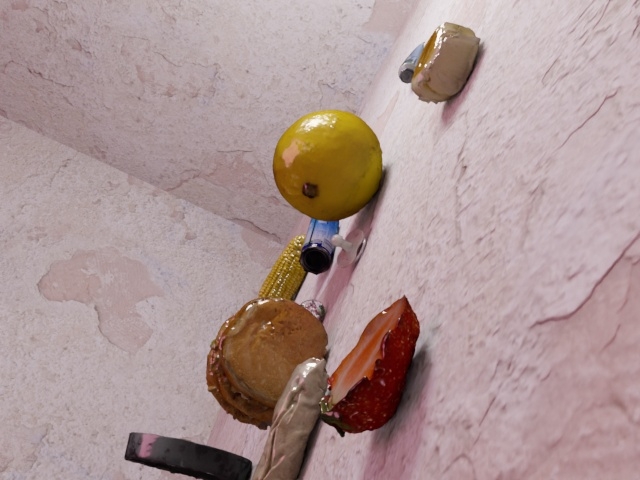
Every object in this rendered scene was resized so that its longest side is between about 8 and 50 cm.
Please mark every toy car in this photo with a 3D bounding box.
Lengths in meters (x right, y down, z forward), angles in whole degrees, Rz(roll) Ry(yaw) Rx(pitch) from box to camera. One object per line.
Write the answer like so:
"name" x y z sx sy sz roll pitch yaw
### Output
"toy car" -0.032 0.206 1.396 0.055 0.069 0.142 66 -147 -42

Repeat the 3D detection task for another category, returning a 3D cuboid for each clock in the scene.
"clock" -0.322 0.536 1.422 0.312 0.313 0.061 126 159 -61

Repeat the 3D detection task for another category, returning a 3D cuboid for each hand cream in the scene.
"hand cream" 0.271 -0.523 1.732 0.091 0.058 0.271 -57 5 34

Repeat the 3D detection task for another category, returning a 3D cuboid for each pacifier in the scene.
"pacifier" 0.059 0.011 1.323 0.081 0.078 0.099 1 64 60

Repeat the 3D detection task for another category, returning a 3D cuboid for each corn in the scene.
"corn" -0.125 0.131 2.127 0.347 0.130 0.130 -61 7 11

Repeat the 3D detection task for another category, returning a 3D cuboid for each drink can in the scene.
"drink can" 0.000 0.000 1.752 0.235 0.097 0.097 -78 14 -58

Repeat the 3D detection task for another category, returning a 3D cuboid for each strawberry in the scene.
"strawberry" 0.068 0.153 0.705 0.187 0.082 0.146 -59 12 2

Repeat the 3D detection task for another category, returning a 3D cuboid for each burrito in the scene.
"burrito" -0.078 0.388 0.995 0.117 0.076 0.392 129 164 -69

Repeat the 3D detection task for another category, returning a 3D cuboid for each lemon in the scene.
"lemon" 0.022 -0.191 1.479 0.297 0.297 0.297 -155 90 -84

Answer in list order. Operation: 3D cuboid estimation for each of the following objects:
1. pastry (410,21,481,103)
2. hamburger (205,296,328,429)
"pastry" 0.241 -0.343 1.133 0.166 0.088 0.166 -158 90 -83
"hamburger" -0.116 0.258 1.199 0.211 0.245 0.260 -40 64 56
